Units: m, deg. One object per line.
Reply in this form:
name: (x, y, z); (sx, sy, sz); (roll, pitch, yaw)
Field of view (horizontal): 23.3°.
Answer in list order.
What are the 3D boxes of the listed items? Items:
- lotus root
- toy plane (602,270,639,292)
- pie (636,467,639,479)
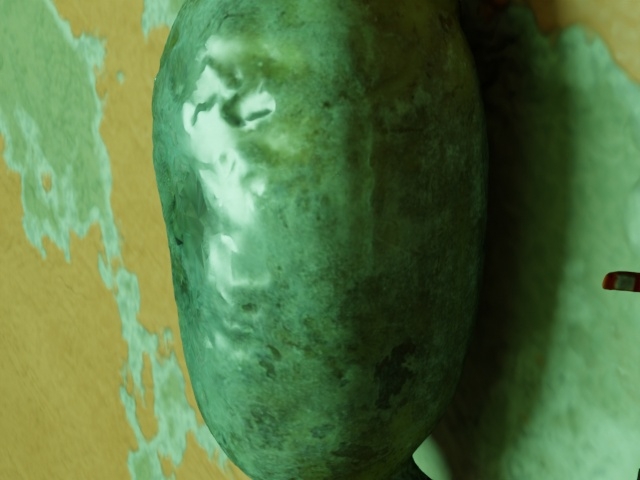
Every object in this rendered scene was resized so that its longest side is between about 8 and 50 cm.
lotus root: (-0.003, 0.000, 0.781); (0.175, 0.175, 0.349); (18, 113, 53)
toy plane: (0.150, -0.031, 0.566); (0.126, 0.194, 0.077); (-29, 46, 14)
pie: (0.224, 0.208, 0.554); (0.288, 0.103, 0.354); (-8, 88, 57)
